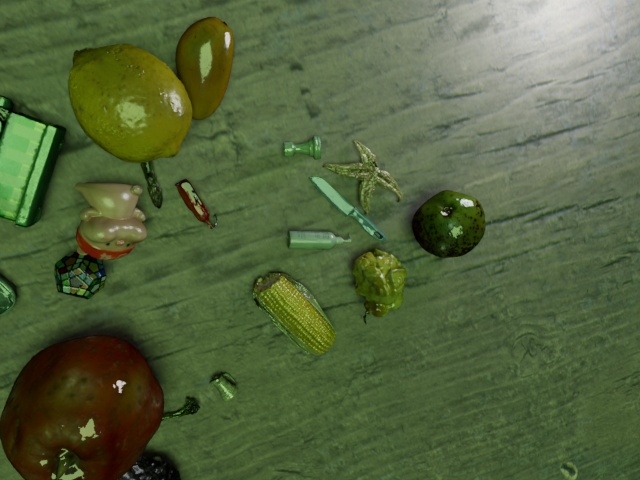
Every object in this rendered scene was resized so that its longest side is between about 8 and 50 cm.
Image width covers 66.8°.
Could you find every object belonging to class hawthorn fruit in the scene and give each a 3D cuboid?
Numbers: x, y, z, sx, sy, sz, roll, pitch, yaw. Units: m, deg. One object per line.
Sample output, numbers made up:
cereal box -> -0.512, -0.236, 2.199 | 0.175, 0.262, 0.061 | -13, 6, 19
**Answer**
hawthorn fruit -> -0.611, 0.463, 1.245 | 0.402, 0.403, 0.403 | -4, 106, -13

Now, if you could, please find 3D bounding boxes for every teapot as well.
teapot -> -0.297, 0.445, 1.495 | 0.083, 0.057, 0.067 | 51, 52, -17

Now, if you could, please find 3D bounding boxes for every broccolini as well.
broccolini -> -0.462, 0.535, 1.476 | 0.194, 0.054, 0.052 | -16, 141, -16

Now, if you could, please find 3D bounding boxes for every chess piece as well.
chess piece -> -0.050, -0.257, 1.358 | 0.103, 0.067, 0.067 | -5, 106, -3

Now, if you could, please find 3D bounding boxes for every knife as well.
knife -> 0.084, -0.092, 1.459 | 0.313, 0.019, 0.044 | 41, 95, -18

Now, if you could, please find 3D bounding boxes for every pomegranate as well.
pomegranate -> 0.387, -0.031, 1.474 | 0.214, 0.214, 0.248 | -28, 147, -5

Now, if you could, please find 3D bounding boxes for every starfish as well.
starfish -> 0.137, -0.173, 1.431 | 0.138, 0.050, 0.247 | -42, 107, 2

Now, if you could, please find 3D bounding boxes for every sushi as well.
sushi -> -0.572, 0.747, 1.443 | 0.350, 0.171, 0.211 | 33, 113, -22

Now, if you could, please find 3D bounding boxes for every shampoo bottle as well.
shampoo bottle -> 0.000, 0.000, 1.440 | 0.195, 0.056, 0.056 | 1, 105, -13

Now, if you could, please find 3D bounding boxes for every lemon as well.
lemon -> -0.448, -0.323, 1.146 | 0.253, 0.253, 0.310 | -45, 104, 1

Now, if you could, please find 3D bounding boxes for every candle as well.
candle -> -0.341, -0.098, 1.343 | 0.053, 0.048, 0.162 | -19, 113, 29

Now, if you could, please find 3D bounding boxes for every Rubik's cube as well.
Rubik's cube -> -0.635, 0.092, 1.282 | 0.111, 0.133, 0.133 | -10, 109, -37

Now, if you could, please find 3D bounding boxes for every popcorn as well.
popcorn -> 0.172, 0.130, 1.474 | 0.168, 0.173, 0.195 | 17, 133, 19

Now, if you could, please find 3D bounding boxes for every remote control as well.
remote control -> -0.899, 0.094, 1.250 | 0.104, 0.052, 0.247 | -38, 110, 0

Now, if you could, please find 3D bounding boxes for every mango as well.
mango -> -0.297, -0.432, 1.223 | 0.138, 0.113, 0.253 | 8, 110, -20

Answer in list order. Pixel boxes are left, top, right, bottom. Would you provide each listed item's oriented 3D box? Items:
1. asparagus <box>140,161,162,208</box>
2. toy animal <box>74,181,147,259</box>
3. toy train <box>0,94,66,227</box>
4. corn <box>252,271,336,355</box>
asparagus -> -0.452, -0.164, 1.300 | 0.036, 0.030, 0.165 | -17, 108, -20
toy animal -> -0.542, -0.049, 1.245 | 0.171, 0.171, 0.198 | 2, 98, -14
toy train -> -0.756, -0.188, 1.175 | 0.202, 0.120, 0.301 | 20, 99, -21
corn -> -0.077, 0.220, 1.458 | 0.123, 0.122, 0.305 | -30, 110, 26
